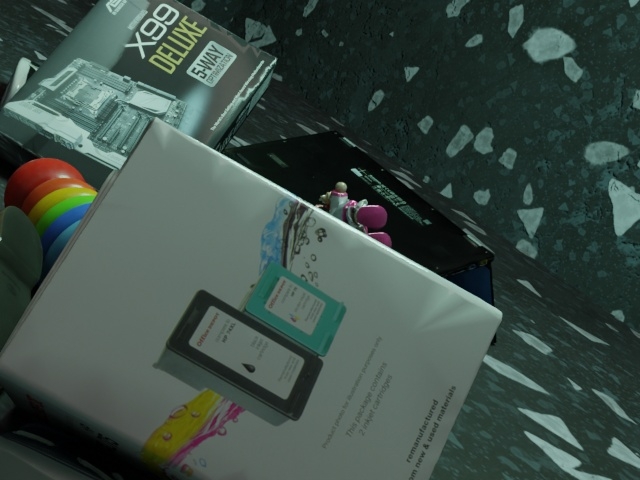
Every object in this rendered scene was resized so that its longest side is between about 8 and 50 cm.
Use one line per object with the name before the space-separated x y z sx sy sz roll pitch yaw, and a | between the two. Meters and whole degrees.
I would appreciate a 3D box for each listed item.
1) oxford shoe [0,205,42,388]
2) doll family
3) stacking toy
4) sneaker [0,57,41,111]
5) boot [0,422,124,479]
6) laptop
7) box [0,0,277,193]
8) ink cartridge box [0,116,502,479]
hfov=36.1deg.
oxford shoe | -0.278 0.058 0.787 0.212 0.076 0.076 -98 162 -57
doll family | 0.005 0.073 1.074 0.118 0.263 0.163 -12 5 -23
stacking toy | -0.236 0.000 0.958 0.141 0.141 0.330 19 12 -39
sneaker | -0.408 -0.218 1.477 0.121 0.079 0.217 24 13 -20
boot | -0.136 0.175 0.630 0.190 0.069 0.086 31 8 8
laptop | 0.074 0.018 1.612 0.408 0.236 0.382 -14 44 -42
box | -0.236 -0.175 1.271 0.242 0.307 0.076 31 -29 2
ink cartridge box | -0.057 0.086 0.701 0.270 0.197 0.198 30 -20 -3
